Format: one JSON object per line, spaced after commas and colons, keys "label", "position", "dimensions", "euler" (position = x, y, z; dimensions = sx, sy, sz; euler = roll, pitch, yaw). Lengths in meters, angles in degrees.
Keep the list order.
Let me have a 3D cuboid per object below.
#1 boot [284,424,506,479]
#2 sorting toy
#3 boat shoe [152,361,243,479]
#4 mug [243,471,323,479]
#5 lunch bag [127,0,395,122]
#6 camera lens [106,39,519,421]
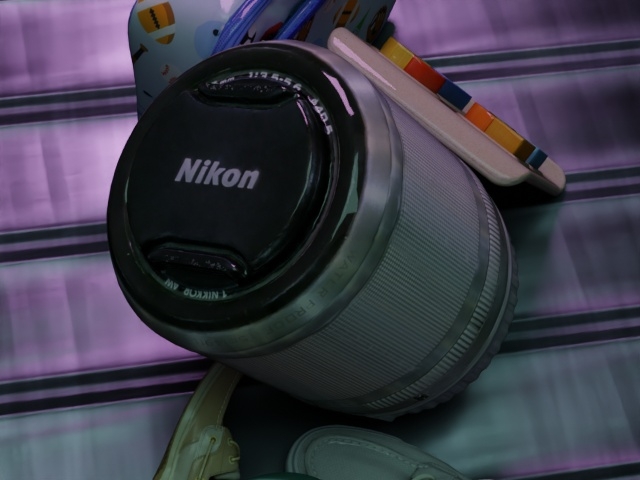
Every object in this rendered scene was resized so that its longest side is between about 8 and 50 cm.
{"label": "boot", "position": [0.096, 0.193, 1.057], "dimensions": [0.258, 0.123, 0.095], "euler": [24, 63, 8]}
{"label": "sorting toy", "position": [0.114, -0.108, 1.190], "dimensions": [0.193, 0.208, 0.038], "euler": [40, 104, 15]}
{"label": "boat shoe", "position": [-0.089, 0.171, 1.092], "dimensions": [0.059, 0.063, 0.170], "euler": [22, 72, 4]}
{"label": "mug", "position": [-0.040, 0.233, 1.033], "dimensions": [0.158, 0.097, 0.129], "euler": [-12, 83, 11]}
{"label": "lunch bag", "position": [-0.036, -0.195, 1.182], "dimensions": [0.115, 0.243, 0.303], "euler": [32, 64, 12]}
{"label": "camera lens", "position": [0.000, 0.000, 1.031], "dimensions": [0.219, 0.274, 0.219], "euler": [-11, 67, 27]}
